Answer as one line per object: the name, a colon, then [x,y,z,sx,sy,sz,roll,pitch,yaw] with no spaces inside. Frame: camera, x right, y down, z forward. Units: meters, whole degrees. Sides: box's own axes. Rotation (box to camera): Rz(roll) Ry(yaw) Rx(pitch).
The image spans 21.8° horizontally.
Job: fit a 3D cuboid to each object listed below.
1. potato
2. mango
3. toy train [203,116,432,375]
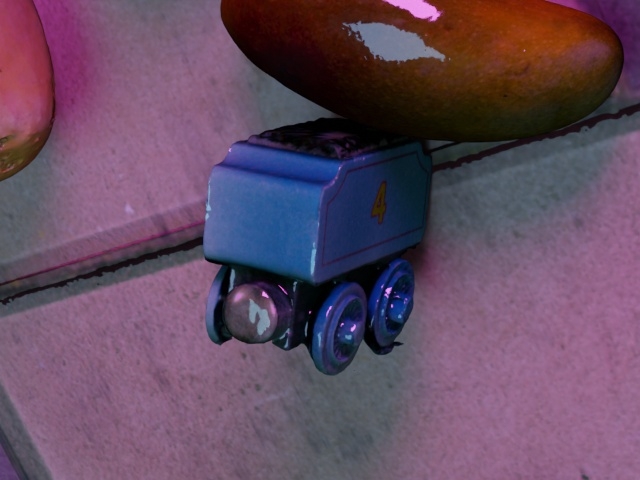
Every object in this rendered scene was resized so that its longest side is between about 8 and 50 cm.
potato: [-0.280,-0.149,1.201,0.150,0.146,0.234,-27,85,-6]
mango: [0.054,-0.125,1.033,0.267,0.111,0.133,15,149,20]
toy train: [0.000,0.000,1.093,0.107,0.198,0.154,12,105,26]
